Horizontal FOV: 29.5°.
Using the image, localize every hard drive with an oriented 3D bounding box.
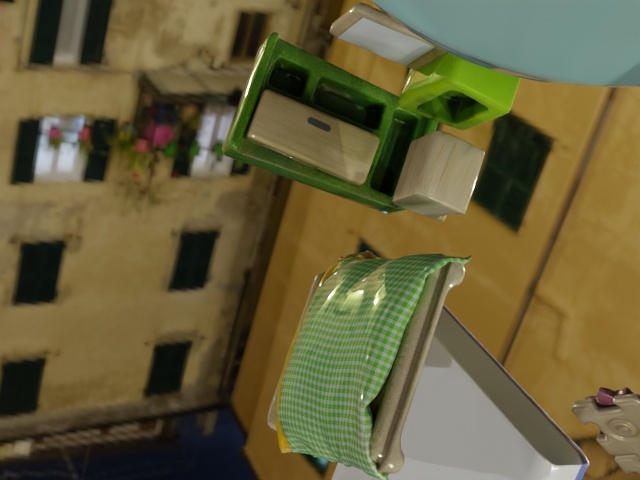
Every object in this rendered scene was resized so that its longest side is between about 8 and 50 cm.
[{"bbox_3d":[0.073,0.231,0.927,0.040,0.318,0.210,3,-152,-31],"label":"hard drive"}]

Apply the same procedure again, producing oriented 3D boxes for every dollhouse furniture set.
[{"bbox_3d":[0.000,0.000,0.871,0.151,0.301,0.197,22,169,-15],"label":"dollhouse furniture set"}]

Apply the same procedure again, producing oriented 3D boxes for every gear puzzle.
[{"bbox_3d":[0.404,0.241,1.185,0.339,0.175,0.044,47,-130,-23],"label":"gear puzzle"}]

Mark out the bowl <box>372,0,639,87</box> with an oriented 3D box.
[{"bbox_3d":[0.104,-0.177,0.474,0.312,0.163,0.311,7,-130,-8],"label":"bowl"}]
